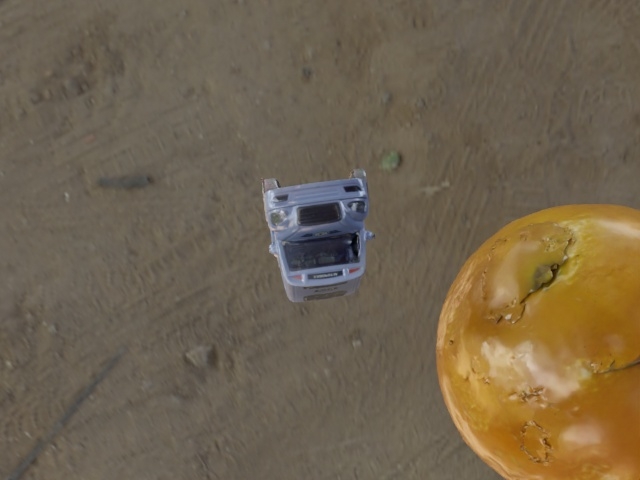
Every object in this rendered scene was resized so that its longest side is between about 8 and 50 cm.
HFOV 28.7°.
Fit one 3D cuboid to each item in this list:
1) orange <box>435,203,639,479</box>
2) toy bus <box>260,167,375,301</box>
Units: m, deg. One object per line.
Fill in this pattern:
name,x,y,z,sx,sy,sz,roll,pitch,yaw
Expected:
orange,0.214,0.089,0.986,0.246,0.246,0.246,-3,63,6
toy bus,0.000,0.000,0.899,0.073,0.167,0.076,-7,80,-1
